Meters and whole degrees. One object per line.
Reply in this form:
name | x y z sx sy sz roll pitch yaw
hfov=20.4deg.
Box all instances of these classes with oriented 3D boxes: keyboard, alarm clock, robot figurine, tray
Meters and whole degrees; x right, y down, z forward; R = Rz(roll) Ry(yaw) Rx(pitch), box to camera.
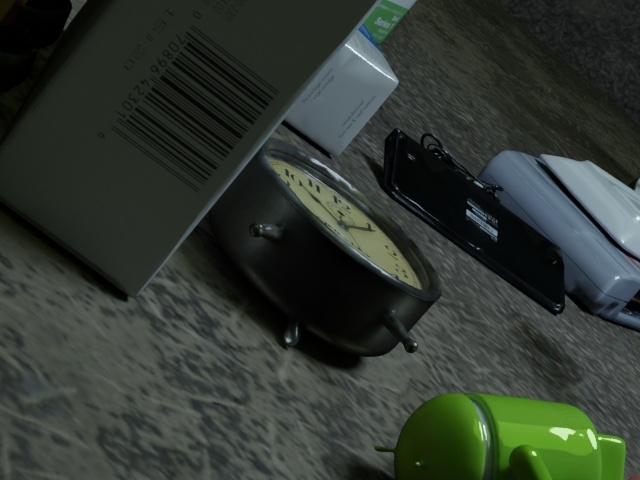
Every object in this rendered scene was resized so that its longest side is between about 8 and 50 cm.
keyboard | 0.118 -0.014 1.418 0.192 0.038 0.100 36 38 -23
alarm clock | 0.000 0.000 0.981 0.129 0.064 0.192 38 17 -12
robot figurine | 0.086 0.107 0.841 0.115 0.067 0.101 8 -3 -22
tray | 0.325 -0.003 1.691 0.270 0.030 0.145 27 21 -44

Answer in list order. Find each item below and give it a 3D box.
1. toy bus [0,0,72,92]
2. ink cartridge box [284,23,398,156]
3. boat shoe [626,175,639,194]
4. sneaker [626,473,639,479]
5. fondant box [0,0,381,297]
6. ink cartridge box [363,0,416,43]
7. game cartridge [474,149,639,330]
toy bus | -0.210 -0.193 0.892 0.211 0.149 0.220 25 19 -8
ink cartridge box | -0.062 -0.175 1.310 0.231 0.078 0.134 35 15 -23
boat shoe | 0.360 -0.022 1.971 0.081 0.079 0.227 51 20 2
sneaker | 0.234 0.246 0.823 0.314 0.116 0.136 39 26 14
fondant box | -0.047 -0.138 0.917 0.096 0.238 0.330 37 15 -13
ink cartridge box | 0.064 -0.340 1.836 0.160 0.219 0.092 47 16 22
game cartridge | 0.259 0.006 1.659 0.196 0.060 0.294 45 14 30
